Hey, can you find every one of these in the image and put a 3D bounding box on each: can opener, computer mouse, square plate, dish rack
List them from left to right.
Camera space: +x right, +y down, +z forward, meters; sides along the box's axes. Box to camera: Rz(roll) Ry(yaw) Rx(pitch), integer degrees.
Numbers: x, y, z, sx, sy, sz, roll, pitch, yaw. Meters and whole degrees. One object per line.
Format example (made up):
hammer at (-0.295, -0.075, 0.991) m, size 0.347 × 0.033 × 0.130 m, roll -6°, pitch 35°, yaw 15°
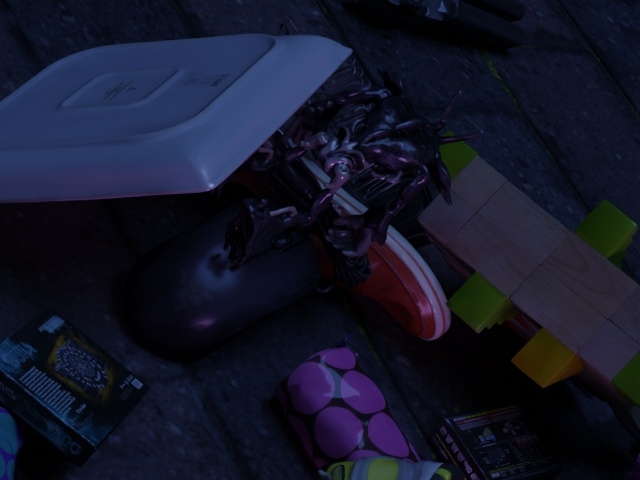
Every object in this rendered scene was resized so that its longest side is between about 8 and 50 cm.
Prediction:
square plate at (-0.187, -0.128, 1.871) m, size 0.347 × 0.344 × 0.049 m, roll -50°, pitch 131°, yaw -54°
computer mouse at (-0.076, 0.014, 1.908) m, size 0.272 × 0.072 × 0.188 m, roll -35°, pitch 91°, yaw -32°
dish rack at (0.040, -0.122, 2.143) m, size 0.271 × 0.074 × 0.208 m, roll 52°, pitch 15°, yaw -48°
can opener at (0.157, -0.314, 2.555) m, size 0.283 × 0.095 × 0.076 m, roll 15°, pitch 72°, yaw -47°

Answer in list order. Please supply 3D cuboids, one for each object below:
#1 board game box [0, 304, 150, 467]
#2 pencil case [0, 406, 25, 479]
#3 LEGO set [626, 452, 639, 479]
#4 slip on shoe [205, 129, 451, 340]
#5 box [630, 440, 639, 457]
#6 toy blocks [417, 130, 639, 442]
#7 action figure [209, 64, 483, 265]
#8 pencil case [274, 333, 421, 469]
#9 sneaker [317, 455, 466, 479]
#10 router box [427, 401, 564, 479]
board game box at (-0.228, 0.125, 1.713) m, size 0.126 × 0.026 × 0.186 m, roll 39°, pitch 15°, yaw 0°
pencil case at (-0.277, 0.210, 1.597) m, size 0.070 × 0.064 × 0.151 m, roll 5°, pitch 45°, yaw -16°
LEGO set at (0.415, 0.286, 2.024) m, size 0.227 × 0.093 × 0.087 m, roll 13°, pitch 54°, yaw 24°
slip on shoe at (0.000, 0.000, 2.056) m, size 0.331 × 0.123 × 0.101 m, roll 41°, pitch 69°, yaw -6°
box at (0.493, 0.175, 2.155) m, size 0.142 × 0.247 × 0.163 m, roll 45°, pitch 35°, yaw 7°
toy blocks at (0.267, 0.075, 2.088) m, size 0.381 × 0.191 × 0.261 m, roll 42°, pitch -5°, yaw 30°
action figure at (0.018, -0.073, 1.897) m, size 0.276 × 0.141 × 0.164 m, roll -17°, pitch 77°, yaw -28°
pencil case at (0.046, 0.201, 1.871) m, size 0.098 × 0.095 × 0.209 m, roll -6°, pitch 57°, yaw -46°
sneaker at (-0.002, 0.337, 1.666) m, size 0.147 × 0.145 × 0.384 m, roll 7°, pitch 37°, yaw 29°
router box at (0.183, 0.222, 2.011) m, size 0.122 × 0.038 × 0.092 m, roll -6°, pitch 55°, yaw -45°
